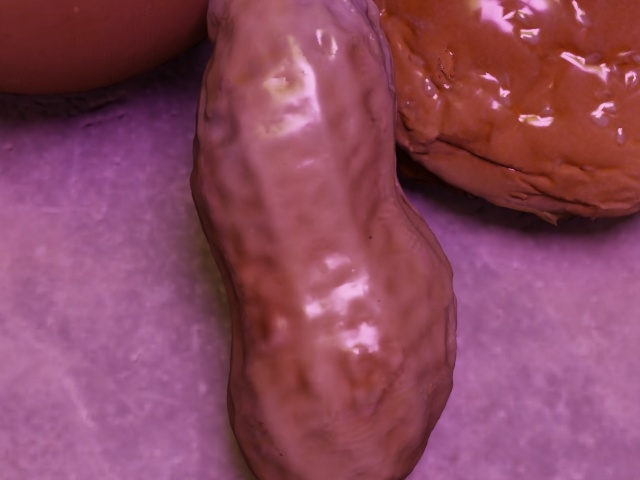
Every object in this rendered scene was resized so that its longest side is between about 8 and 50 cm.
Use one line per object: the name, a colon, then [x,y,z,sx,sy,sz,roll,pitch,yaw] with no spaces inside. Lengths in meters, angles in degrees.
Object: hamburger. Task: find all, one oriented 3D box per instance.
hamburger: [0.134,-0.154,0.887,0.260,0.144,0.283,14,101,-6]

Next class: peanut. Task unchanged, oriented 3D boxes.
peanut: [0.000,0.000,0.819,0.130,0.130,0.290,-12,99,-8]

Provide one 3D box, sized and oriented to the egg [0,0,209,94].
egg: [-0.143,-0.259,0.875,0.301,0.301,0.374,6,67,0]
